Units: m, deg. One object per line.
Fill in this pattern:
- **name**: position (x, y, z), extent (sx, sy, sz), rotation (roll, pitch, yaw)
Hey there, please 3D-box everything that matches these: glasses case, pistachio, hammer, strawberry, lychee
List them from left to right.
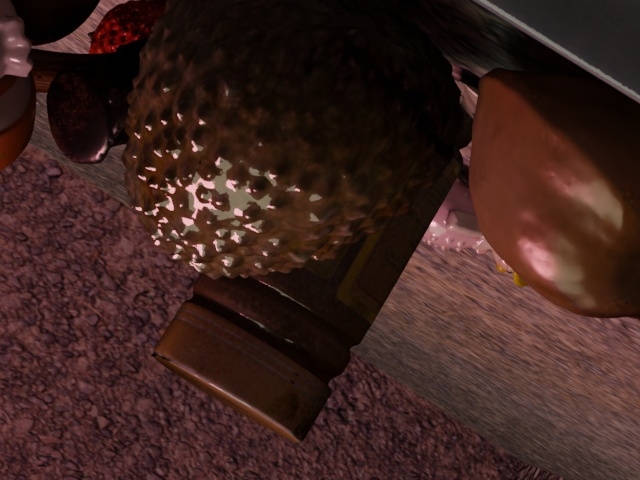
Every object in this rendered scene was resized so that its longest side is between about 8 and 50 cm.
- **hammer**: position (-0.232, -0.158, 1.844), extent (0.408, 0.095, 0.242), rotation (11, -158, 43)
- **strawberry**: position (-0.154, -0.173, 1.967), extent (0.148, 0.131, 0.131), rotation (35, 177, 39)
- **lychee**: position (-0.025, -0.090, 1.510), extent (0.255, 0.274, 0.255), rotation (30, -165, -9)
- **glasses case**: position (0.127, -0.155, 1.241), extent (0.266, 0.056, 0.105), rotation (31, 172, -4)
- **pistachio**: position (0.180, -0.045, 1.415), extent (0.213, 0.163, 0.260), rotation (59, 173, -29)

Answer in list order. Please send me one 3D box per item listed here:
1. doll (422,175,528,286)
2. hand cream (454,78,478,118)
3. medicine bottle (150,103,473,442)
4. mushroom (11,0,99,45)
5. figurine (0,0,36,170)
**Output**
- **doll**: position (0.157, -0.015, 1.955), extent (0.207, 0.081, 0.129), rotation (27, -169, 10)
- **hand cream**: position (0.202, -0.062, 1.627), extent (0.234, 0.050, 0.080), rotation (34, 174, 7)
- **medicine bottle**: position (0.000, 0.000, 1.720), extent (0.151, 0.322, 0.151), rotation (30, 172, 4)
- **mushroom**: position (-0.311, -0.282, 1.729), extent (0.278, 0.163, 0.297), rotation (23, 173, -13)
- **figurine**: position (-0.303, -0.140, 1.634), extent (0.143, 0.143, 0.271), rotation (30, 163, 6)
